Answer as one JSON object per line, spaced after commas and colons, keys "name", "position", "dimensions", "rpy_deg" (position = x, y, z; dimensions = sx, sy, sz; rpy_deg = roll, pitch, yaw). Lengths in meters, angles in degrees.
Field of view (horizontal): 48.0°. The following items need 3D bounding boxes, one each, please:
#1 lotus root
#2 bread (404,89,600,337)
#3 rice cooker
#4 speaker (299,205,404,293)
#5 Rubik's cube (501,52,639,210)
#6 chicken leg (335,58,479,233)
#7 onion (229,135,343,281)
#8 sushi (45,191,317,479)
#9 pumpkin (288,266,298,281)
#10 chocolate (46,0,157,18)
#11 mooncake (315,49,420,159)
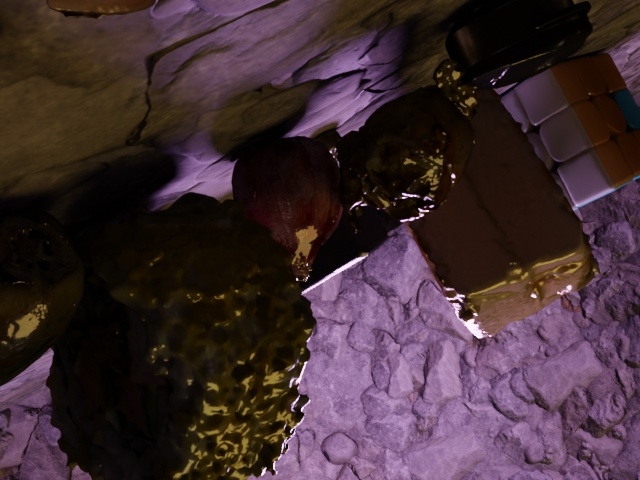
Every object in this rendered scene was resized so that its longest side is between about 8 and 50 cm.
{"name": "lotus root", "position": [-0.359, 0.078, 0.764], "dimensions": [0.275, 0.152, 0.160], "rpy_deg": [-30, 178, 33]}
{"name": "bread", "position": [0.307, -0.039, 1.332], "dimensions": [0.279, 0.371, 0.390], "rpy_deg": [-33, 155, 11]}
{"name": "rice cooker", "position": [0.232, -0.242, 0.849], "dimensions": [0.165, 0.106, 0.112], "rpy_deg": [-31, 175, 0]}
{"name": "speaker", "position": [0.000, 0.000, 1.684], "dimensions": [0.388, 0.180, 0.184], "rpy_deg": [-31, 179, 34]}
{"name": "Rubik's cube", "position": [0.528, -0.212, 1.600], "dimensions": [0.292, 0.291, 0.290], "rpy_deg": [-21, 171, -43]}
{"name": "chicken leg", "position": [0.107, -0.096, 0.931], "dimensions": [0.211, 0.140, 0.361], "rpy_deg": [-42, 177, -1]}
{"name": "onion", "position": [-0.037, -0.042, 0.964], "dimensions": [0.160, 0.194, 0.159], "rpy_deg": [-12, 172, -2]}
{"name": "sushi", "position": [-0.192, 0.122, 0.896], "dimensions": [0.240, 0.351, 0.397], "rpy_deg": [-13, -172, -39]}
{"name": "pumpkin", "position": [-0.119, 0.031, 1.483], "dimensions": [0.224, 0.157, 0.223], "rpy_deg": [-29, -169, 6]}
{"name": "chocolate", "position": [-0.117, -0.154, 0.369], "dimensions": [0.065, 0.031, 0.100], "rpy_deg": [-8, 167, -10]}
{"name": "mooncake", "position": [0.043, -0.170, 0.946], "dimensions": [0.150, 0.057, 0.347], "rpy_deg": [-40, -179, 2]}
